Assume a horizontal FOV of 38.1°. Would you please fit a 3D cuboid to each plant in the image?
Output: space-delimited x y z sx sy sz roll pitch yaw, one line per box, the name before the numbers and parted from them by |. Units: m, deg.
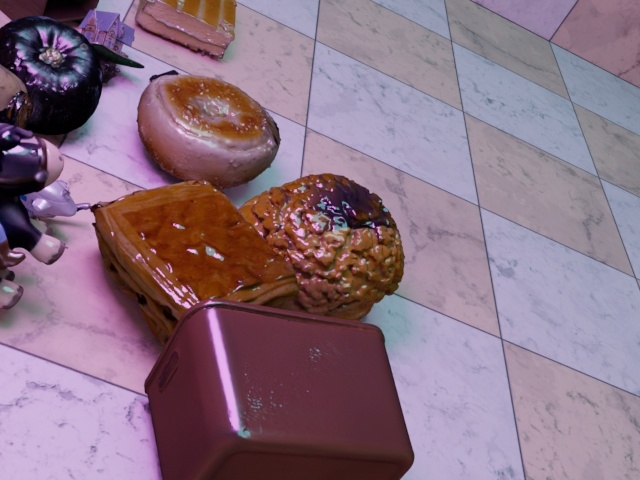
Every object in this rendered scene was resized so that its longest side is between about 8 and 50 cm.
plant | -0.496 -0.348 1.924 0.085 0.087 0.174 9 25 32

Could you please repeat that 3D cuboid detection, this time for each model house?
model house | -0.450 -0.439 1.985 0.117 0.088 0.167 13 -3 31

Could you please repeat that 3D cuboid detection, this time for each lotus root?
lotus root | -0.647 -0.255 1.585 0.309 0.173 0.173 11 35 2

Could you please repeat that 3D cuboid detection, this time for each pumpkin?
pumpkin | -0.526 -0.310 1.755 0.233 0.163 0.233 13 60 -24

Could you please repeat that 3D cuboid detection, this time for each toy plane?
toy plane | -0.532 -0.114 1.565 0.273 0.107 0.182 42 43 13

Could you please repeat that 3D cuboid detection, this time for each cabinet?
cabinet | -0.577 -0.577 2.020 0.148 0.215 0.174 41 34 13

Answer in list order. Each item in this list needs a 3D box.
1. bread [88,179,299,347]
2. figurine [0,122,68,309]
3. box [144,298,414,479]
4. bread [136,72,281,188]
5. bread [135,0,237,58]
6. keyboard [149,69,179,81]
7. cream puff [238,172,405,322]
bread | -0.223 0.050 1.556 0.277 0.167 0.324 -16 48 -45
figurine | -0.554 -0.061 1.305 0.411 0.306 0.241 12 29 -30
box | -0.060 0.266 1.353 0.339 0.239 0.229 12 41 -29
bread | -0.231 -0.216 1.895 0.305 0.159 0.306 20 33 -14
bread | -0.330 -0.576 2.316 0.239 0.111 0.246 20 36 -17
keyboard | -0.250 -0.283 2.091 0.309 0.018 0.101 40 33 10
cream puff | 0.000 0.000 1.746 0.342 0.231 0.327 26 37 -9
